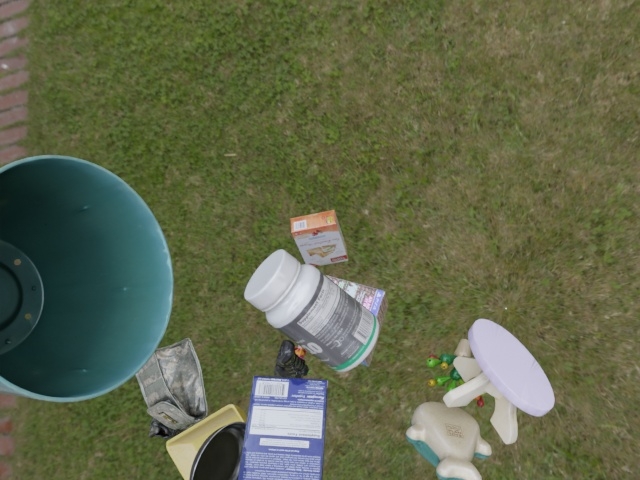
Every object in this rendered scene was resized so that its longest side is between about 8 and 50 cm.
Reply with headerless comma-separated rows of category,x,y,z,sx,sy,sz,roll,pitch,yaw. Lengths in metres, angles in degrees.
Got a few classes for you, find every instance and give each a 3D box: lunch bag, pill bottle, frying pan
lunch bag,-0.514,0.523,1.715,0.235,0.169,0.287,-36,74,47
pill bottle,-0.024,0.197,1.394,0.361,0.204,0.204,40,99,-19
frying pan,-0.235,0.544,1.037,0.053,0.197,0.326,7,60,36

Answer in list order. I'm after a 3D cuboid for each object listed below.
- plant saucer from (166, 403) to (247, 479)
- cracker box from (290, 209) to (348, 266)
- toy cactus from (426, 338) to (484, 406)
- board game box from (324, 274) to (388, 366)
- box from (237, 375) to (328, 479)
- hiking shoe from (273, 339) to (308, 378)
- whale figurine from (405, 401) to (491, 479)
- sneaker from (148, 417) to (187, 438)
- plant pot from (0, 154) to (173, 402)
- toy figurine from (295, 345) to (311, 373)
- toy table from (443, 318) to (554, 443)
plant saucer,-0.265,0.679,1.477,0.333,0.081,0.333,-36,83,26
cracker box,0.000,0.000,1.720,0.155,0.232,0.067,-11,54,8
toy cactus,0.420,0.391,1.495,0.219,0.112,0.181,27,62,-1
board game box,0.056,0.261,1.663,0.291,0.141,0.232,14,69,19
box,-0.061,0.342,0.820,0.136,0.036,0.225,3,49,2
hiking shoe,-0.089,0.405,1.647,0.114,0.227,0.086,16,56,1
whale figurine,0.314,0.524,1.224,0.216,0.272,0.141,12,105,-1
sneaker,-0.626,0.667,1.886,0.227,0.130,0.087,45,122,19
plant pot,-0.386,0.062,0.645,0.235,0.293,0.293,-12,78,28
toy figurine,-0.073,0.420,1.896,0.130,0.173,0.159,19,70,2
toy table,0.448,0.358,1.253,0.274,0.252,0.161,-102,31,-52
